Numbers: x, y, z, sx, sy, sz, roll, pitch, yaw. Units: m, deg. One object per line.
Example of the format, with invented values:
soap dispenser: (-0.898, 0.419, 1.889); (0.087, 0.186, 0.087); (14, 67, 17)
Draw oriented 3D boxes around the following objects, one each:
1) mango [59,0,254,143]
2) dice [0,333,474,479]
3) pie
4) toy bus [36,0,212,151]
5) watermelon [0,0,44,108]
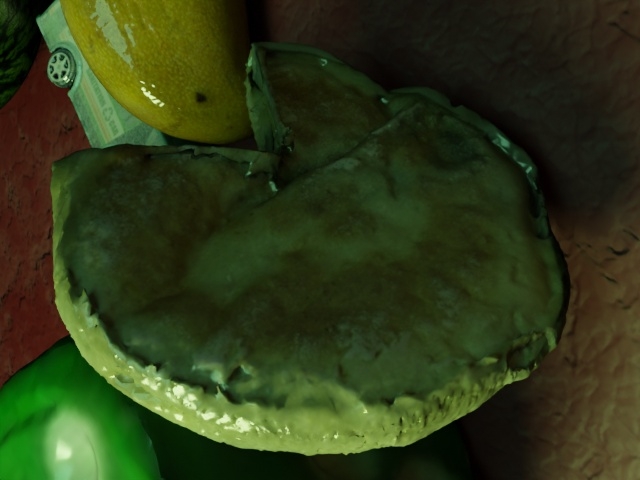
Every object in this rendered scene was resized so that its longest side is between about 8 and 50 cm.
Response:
mango: (-0.135, -0.200, 0.857); (0.262, 0.157, 0.109); (60, 169, 7)
dice: (-0.072, 0.212, 0.766); (0.297, 0.287, 0.300); (-39, 70, 40)
pie: (0.000, 0.000, 0.647); (0.337, 0.337, 0.075); (51, 151, 25)
toy bus: (-0.176, -0.122, 0.949); (0.109, 0.091, 0.261); (-34, 75, 30)
watermelon: (-0.429, -0.240, 1.029); (0.285, 0.285, 0.285); (9, 104, 42)
